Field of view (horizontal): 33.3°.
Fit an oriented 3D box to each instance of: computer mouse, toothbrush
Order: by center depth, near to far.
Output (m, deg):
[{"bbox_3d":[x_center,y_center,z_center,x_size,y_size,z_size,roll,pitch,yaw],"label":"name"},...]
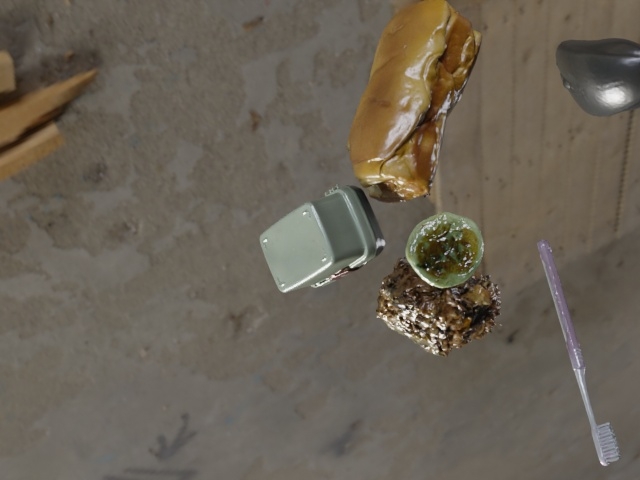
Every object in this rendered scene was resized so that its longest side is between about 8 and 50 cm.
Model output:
[{"bbox_3d":[0.374,0.154,1.559,0.029,0.354,0.024,-27,148,28],"label":"toothbrush"},{"bbox_3d":[0.498,-0.291,1.926,0.086,0.269,0.137,-29,107,-14],"label":"computer mouse"}]

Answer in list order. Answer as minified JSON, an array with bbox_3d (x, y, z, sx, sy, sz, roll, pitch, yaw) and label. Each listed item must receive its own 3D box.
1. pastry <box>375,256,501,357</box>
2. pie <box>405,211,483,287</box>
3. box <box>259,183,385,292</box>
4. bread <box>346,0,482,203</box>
[{"bbox_3d":[0.245,0.144,2.253,0.275,0.275,0.193,21,78,-49],"label":"pastry"},{"bbox_3d":[0.136,0.009,1.152,0.085,0.085,0.017,-39,-179,2],"label":"pie"},{"bbox_3d":[0.000,0.000,1.882,0.129,0.148,0.210,-16,170,-37],"label":"box"},{"bbox_3d":[0.148,-0.237,1.828,0.149,0.195,0.344,25,73,-18],"label":"bread"}]
